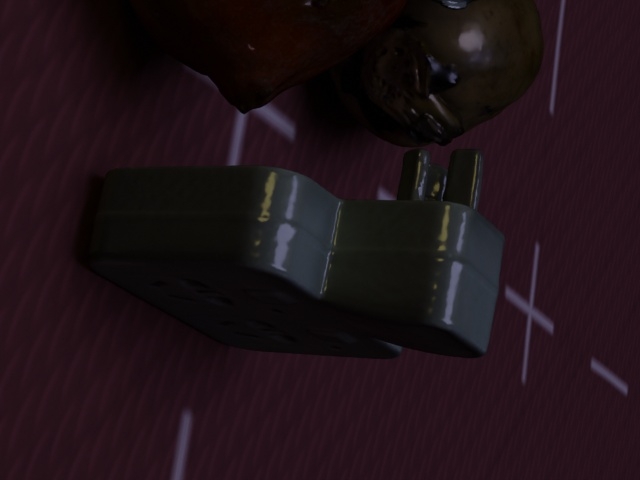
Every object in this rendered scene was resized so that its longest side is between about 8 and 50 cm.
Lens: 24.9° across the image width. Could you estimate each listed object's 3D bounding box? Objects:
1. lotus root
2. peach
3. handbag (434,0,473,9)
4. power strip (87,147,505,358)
[{"bbox_3d":[0.120,-0.180,1.354,0.310,0.182,0.183,-24,111,-64],"label":"lotus root"},{"bbox_3d":[-0.033,-0.211,1.026,0.232,0.232,0.257,26,58,-59],"label":"peach"},{"bbox_3d":[0.086,-0.302,1.234,0.247,0.260,0.079,-22,146,-56],"label":"handbag"},{"bbox_3d":[0.000,0.000,1.045,0.229,0.261,0.141,35,61,-56],"label":"power strip"}]
